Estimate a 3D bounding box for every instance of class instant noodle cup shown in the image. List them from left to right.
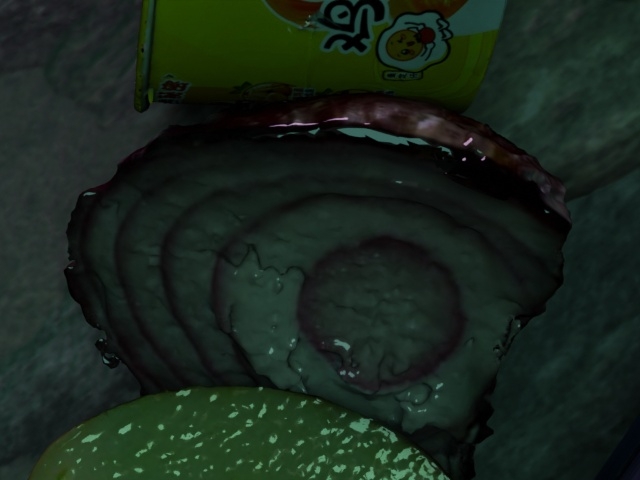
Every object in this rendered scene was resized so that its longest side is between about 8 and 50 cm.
[{"bbox_3d":[0.004,-0.187,0.902,0.200,0.264,0.264,9,86,-6],"label":"instant noodle cup"}]

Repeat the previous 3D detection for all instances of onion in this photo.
[{"bbox_3d":[0.000,0.000,0.894,0.280,0.314,0.146,20,51,0],"label":"onion"}]

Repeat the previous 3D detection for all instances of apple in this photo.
[{"bbox_3d":[-0.018,0.233,0.880,0.346,0.179,0.254,26,123,16],"label":"apple"}]

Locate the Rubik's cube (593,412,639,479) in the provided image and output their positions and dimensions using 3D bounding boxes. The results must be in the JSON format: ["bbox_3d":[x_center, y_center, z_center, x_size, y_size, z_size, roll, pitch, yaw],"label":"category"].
[{"bbox_3d":[0.352,0.124,0.807,0.313,0.316,0.318,35,90,10],"label":"Rubik's cube"}]
